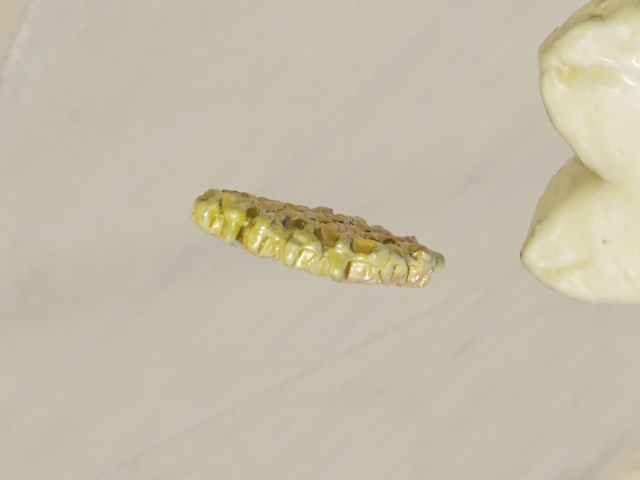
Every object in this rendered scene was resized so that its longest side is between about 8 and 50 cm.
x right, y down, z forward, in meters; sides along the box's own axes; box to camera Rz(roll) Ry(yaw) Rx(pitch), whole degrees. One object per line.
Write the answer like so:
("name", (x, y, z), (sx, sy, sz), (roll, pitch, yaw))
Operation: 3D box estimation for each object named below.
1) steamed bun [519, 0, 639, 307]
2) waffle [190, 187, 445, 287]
("steamed bun", (0.249, -0.041, 0.870), (0.292, 0.295, 0.137), (-31, -175, 29))
("waffle", (-0.005, -0.001, 1.136), (0.191, 0.191, 0.038), (2, 105, -65))
